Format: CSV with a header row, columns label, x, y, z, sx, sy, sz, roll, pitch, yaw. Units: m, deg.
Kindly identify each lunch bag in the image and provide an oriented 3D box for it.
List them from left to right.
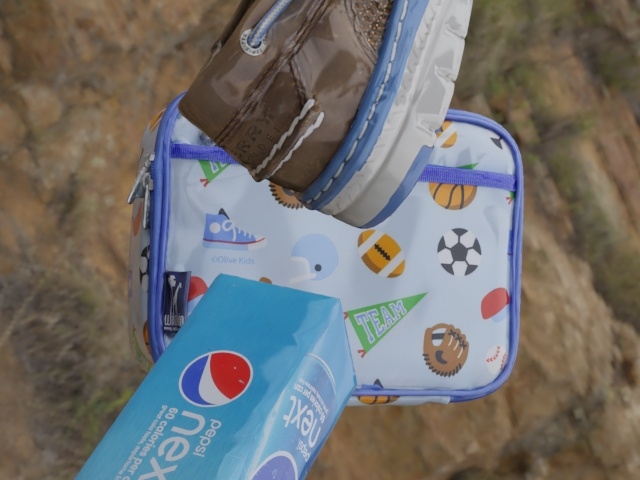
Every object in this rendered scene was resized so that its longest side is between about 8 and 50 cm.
label,x,y,z,sx,sy,sz,roll,pitch,yaw
lunch bag,0.000,0.000,1.007,0.115,0.303,0.243,171,-77,-72

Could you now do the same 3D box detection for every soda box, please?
label,x,y,z,sx,sy,sz,roll,pitch,yaw
soda box,-0.059,0.113,0.623,0.210,0.071,0.067,-58,148,-38

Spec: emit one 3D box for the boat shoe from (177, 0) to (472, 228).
label,x,y,z,sx,sy,sz,roll,pitch,yaw
boat shoe,0.009,-0.095,0.358,0.066,0.066,0.183,24,56,-18
